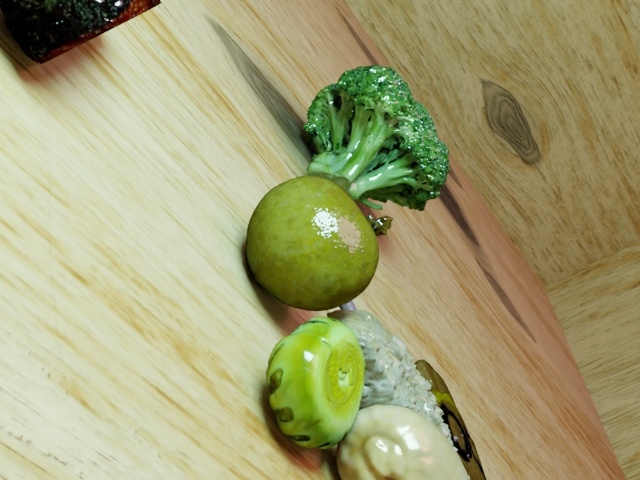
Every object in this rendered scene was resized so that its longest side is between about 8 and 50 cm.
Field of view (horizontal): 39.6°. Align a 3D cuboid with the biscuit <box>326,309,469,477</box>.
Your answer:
[{"bbox_3d":[0.088,0.193,1.089,0.281,0.084,0.179,57,13,-18],"label":"biscuit"}]

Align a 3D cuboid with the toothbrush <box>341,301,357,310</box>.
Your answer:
[{"bbox_3d":[0.043,0.088,1.215,0.354,0.029,0.024,61,21,3],"label":"toothbrush"}]

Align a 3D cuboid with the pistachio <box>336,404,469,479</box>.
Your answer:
[{"bbox_3d":[0.097,0.254,0.949,0.200,0.117,0.145,52,14,-30],"label":"pistachio"}]

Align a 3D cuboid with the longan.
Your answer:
[{"bbox_3d":[0.000,0.000,1.004,0.154,0.176,0.145,70,-19,3],"label":"longan"}]

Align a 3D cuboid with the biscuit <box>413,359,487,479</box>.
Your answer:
[{"bbox_3d":[0.189,0.295,1.242,0.208,0.041,0.290,50,19,-48],"label":"biscuit"}]

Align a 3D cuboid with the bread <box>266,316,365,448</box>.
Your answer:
[{"bbox_3d":[-0.005,0.139,0.887,0.130,0.071,0.139,66,32,-30],"label":"bread"}]

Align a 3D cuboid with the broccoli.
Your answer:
[{"bbox_3d":[0.077,-0.147,1.403,0.241,0.269,0.261,-53,142,-35],"label":"broccoli"}]

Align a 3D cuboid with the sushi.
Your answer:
[{"bbox_3d":[-0.226,-0.252,0.825,0.225,0.136,0.126,-89,154,-68],"label":"sushi"}]
